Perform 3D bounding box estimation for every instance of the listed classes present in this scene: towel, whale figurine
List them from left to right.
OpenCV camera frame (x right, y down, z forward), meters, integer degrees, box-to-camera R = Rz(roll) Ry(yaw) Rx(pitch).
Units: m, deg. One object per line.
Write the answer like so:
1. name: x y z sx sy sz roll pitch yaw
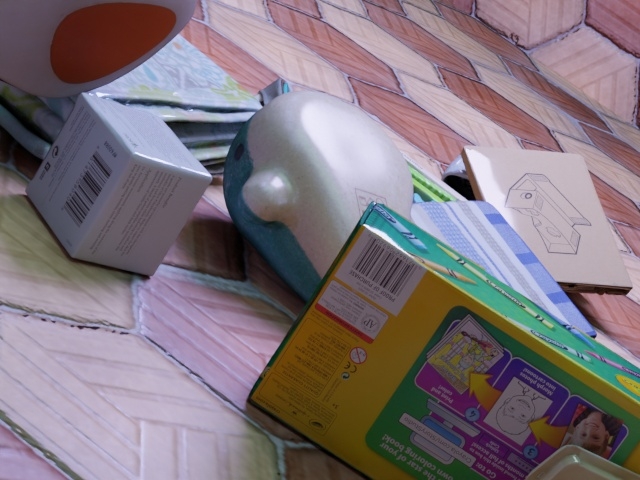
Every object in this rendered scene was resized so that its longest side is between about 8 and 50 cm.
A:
1. towel: -0.256 -0.187 1.556 0.374 0.090 0.320 40 19 21
2. whale figurine: 0.000 0.000 1.474 0.216 0.141 0.272 16 49 -41
3. towel: 0.172 0.046 1.669 0.209 0.034 0.285 53 23 14

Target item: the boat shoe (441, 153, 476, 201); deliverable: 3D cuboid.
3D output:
1. boat shoe: 0.236 -0.016 1.972 0.227 0.079 0.081 41 43 12

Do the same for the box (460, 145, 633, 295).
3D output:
1. box: 0.261 -0.025 1.920 0.164 0.021 0.201 4 51 -24

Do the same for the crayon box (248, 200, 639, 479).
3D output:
1. crayon box: 0.108 0.118 1.231 0.278 0.165 0.081 33 18 1

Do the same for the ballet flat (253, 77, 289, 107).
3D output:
1. ballet flat: -0.059 -0.126 1.767 0.068 0.072 0.213 -2 21 -5

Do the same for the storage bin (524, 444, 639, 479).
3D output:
1. storage bin: 0.253 0.287 1.092 0.260 0.123 0.262 26 19 -19

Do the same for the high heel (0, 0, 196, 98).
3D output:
1. high heel: -0.290 -0.203 1.313 0.377 0.127 0.181 -11 51 -34

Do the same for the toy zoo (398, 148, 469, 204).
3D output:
1. toy zoo: 0.068 -0.034 1.740 0.192 0.030 0.293 36 22 -3

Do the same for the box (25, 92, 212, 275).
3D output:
1. box: -0.161 -0.045 1.312 0.087 0.101 0.102 16 24 -43
